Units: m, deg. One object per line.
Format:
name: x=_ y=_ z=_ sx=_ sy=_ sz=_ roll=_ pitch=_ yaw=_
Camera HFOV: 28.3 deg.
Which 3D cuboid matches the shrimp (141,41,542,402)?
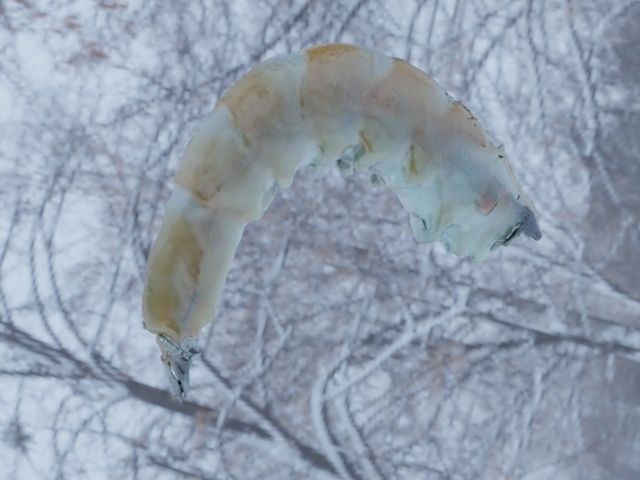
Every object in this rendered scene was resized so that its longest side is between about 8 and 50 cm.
shrimp: x=0.001 y=-0.034 z=0.839 sx=0.287 sy=0.068 sz=0.185 roll=-26 pitch=-81 yaw=-21
